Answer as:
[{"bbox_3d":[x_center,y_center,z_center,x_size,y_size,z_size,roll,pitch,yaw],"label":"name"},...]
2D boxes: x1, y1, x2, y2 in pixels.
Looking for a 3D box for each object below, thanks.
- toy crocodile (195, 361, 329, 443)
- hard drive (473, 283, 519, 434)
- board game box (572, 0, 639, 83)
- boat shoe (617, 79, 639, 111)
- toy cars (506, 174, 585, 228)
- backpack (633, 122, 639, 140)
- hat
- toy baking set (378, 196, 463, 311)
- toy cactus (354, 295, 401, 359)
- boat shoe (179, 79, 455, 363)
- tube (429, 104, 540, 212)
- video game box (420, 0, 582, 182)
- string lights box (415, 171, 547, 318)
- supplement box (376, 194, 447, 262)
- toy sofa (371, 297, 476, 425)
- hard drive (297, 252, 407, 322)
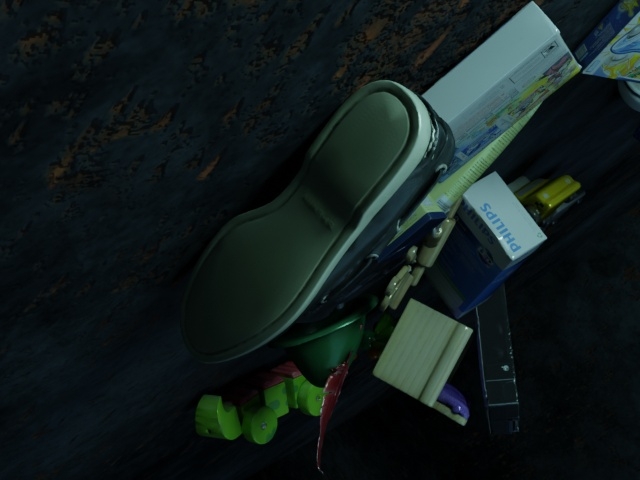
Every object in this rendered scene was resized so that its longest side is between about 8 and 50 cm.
[{"bbox_3d":[-0.090,0.276,1.583,0.115,0.105,0.340,5,-165,41],"label":"toy crocodile"},{"bbox_3d":[0.328,0.178,1.689,0.064,0.339,0.237,-7,155,10],"label":"hard drive"},{"bbox_3d":[0.403,-0.260,1.012,0.136,0.035,0.201,2,147,-28],"label":"board game box"},{"bbox_3d":[0.566,-0.278,1.138,0.366,0.136,0.156,-18,161,4],"label":"boat shoe"},{"bbox_3d":[0.378,-0.061,1.590,0.176,0.087,0.393,-39,168,14],"label":"toy cars"},{"bbox_3d":[0.606,-0.220,1.346,0.263,0.213,0.276,-41,160,-9],"label":"backpack"},{"bbox_3d":[0.026,0.205,1.344,0.208,0.184,0.173,-25,-174,-20],"label":"hat"},{"bbox_3d":[0.154,0.003,1.260,0.256,0.030,0.197,-63,169,18],"label":"toy baking set"},{"bbox_3d":[0.064,0.185,1.677,0.180,0.112,0.219,-22,176,30],"label":"toy cactus"},{"bbox_3d":[-0.002,-0.003,0.842,0.113,0.127,0.340,7,127,-52],"label":"boat shoe"},{"bbox_3d":[0.185,-0.108,1.078,0.240,0.062,0.070,-44,-153,14],"label":"tube"},{"bbox_3d":[0.168,-0.145,0.929,0.205,0.048,0.187,-39,163,17],"label":"video game box"},{"bbox_3d":[0.248,0.015,1.431,0.076,0.133,0.260,-29,164,-22],"label":"string lights box"},{"bbox_3d":[0.081,-0.033,1.010,0.083,0.083,0.056,-41,164,22],"label":"supplement box"},{"bbox_3d":[0.220,0.216,1.611,0.150,0.177,0.362,-62,167,-1],"label":"toy sofa"},{"bbox_3d":[0.024,0.042,1.176,0.172,0.054,0.254,-38,167,8],"label":"hard drive"}]
